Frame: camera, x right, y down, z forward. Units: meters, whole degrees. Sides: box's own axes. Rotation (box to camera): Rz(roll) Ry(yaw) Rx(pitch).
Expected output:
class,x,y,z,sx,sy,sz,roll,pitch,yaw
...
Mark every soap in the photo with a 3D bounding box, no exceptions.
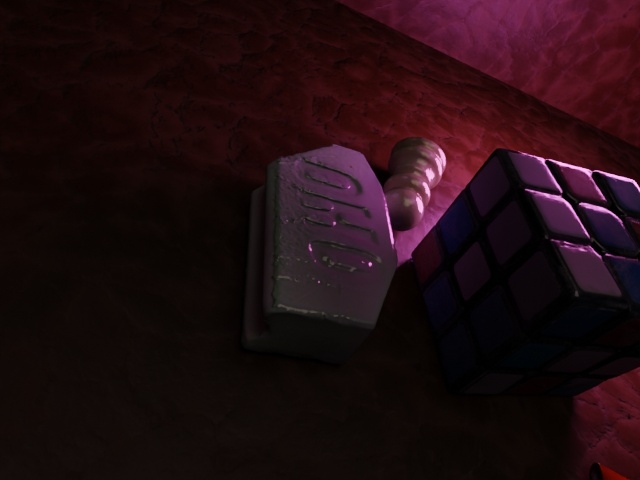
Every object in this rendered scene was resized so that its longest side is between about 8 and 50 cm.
class,x,y,z,sx,sy,sz,roll,pitch,yaw
soap,0.000,0.000,0.933,0.261,0.156,0.446,13,46,-19

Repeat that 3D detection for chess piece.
class,x,y,z,sx,sy,sz,roll,pitch,yaw
chess piece,0.210,-0.125,1.189,0.144,0.144,0.251,29,50,-3

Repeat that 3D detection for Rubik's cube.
class,x,y,z,sx,sy,sz,roll,pitch,yaw
Rubik's cube,0.433,0.082,0.957,0.358,0.363,0.362,9,52,-17

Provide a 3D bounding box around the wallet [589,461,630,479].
class,x,y,z,sx,sy,sz,roll,pitch,yaw
wallet,0.581,0.512,0.881,0.204,0.045,0.142,28,46,-3
